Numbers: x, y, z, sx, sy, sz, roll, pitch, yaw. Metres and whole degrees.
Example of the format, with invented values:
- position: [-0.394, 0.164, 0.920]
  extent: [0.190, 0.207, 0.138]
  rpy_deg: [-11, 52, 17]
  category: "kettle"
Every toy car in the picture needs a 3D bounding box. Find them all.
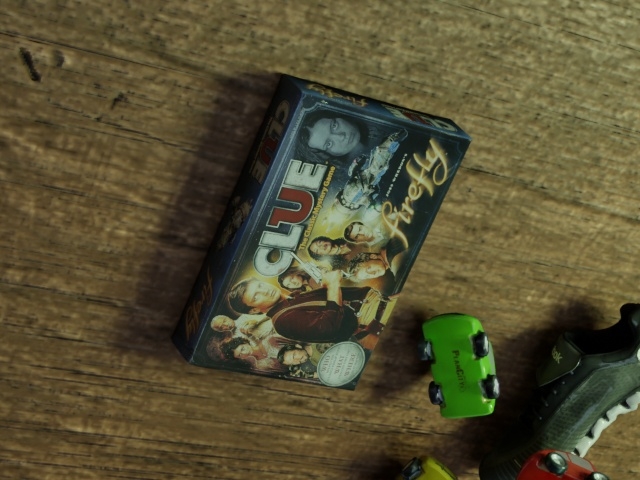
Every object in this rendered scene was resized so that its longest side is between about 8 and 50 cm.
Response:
- position: [0.140, 0.163, 1.387]
  extent: [0.239, 0.053, 0.225]
  rpy_deg: [-7, 106, 19]
  category: "toy car"

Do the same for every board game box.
- position: [0.000, 0.000, 1.259]
  extent: [0.165, 0.042, 0.243]
  rpy_deg: [12, 112, -31]
  category: "board game box"

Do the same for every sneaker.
- position: [0.229, 0.138, 1.437]
  extent: [0.234, 0.078, 0.106]
  rpy_deg: [-36, 111, 7]
  category: "sneaker"
